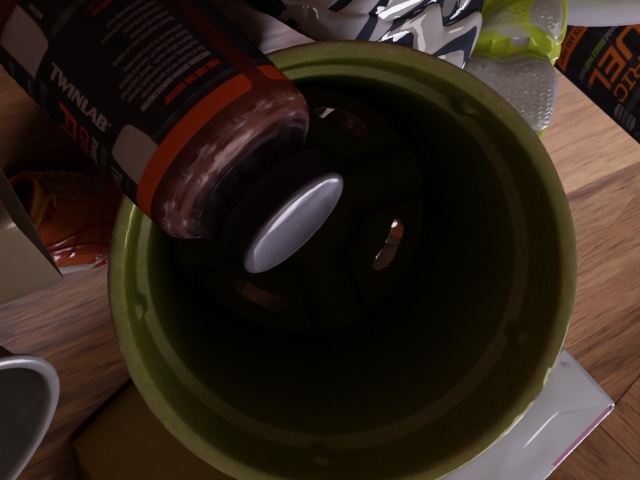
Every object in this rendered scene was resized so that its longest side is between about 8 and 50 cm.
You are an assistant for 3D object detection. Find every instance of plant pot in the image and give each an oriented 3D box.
[{"bbox_3d":[0.000,0.000,1.276,0.276,0.276,0.254,-46,-168,2],"label":"plant pot"},{"bbox_3d":[-0.214,-0.013,1.053,0.096,0.109,0.109,-31,162,-3],"label":"plant pot"},{"bbox_3d":[-0.094,0.211,1.697,0.187,0.212,0.212,-27,159,-14],"label":"plant pot"}]

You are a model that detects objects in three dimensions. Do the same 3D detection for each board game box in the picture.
[{"bbox_3d":[0.092,0.130,1.777,0.224,0.303,0.097,-45,125,2],"label":"board game box"}]

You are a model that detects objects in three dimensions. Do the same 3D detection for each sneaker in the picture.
[{"bbox_3d":[0.123,-0.146,1.431,0.126,0.091,0.240,-134,-120,-76],"label":"sneaker"},{"bbox_3d":[0.037,-0.196,1.244,0.235,0.094,0.153,11,104,-45],"label":"sneaker"},{"bbox_3d":[-0.164,-0.015,1.225,0.175,0.064,0.067,-30,148,-48],"label":"sneaker"}]

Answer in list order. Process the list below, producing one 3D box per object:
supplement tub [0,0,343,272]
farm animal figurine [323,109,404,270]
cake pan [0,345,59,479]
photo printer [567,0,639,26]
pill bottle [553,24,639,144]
[{"bbox_3d":[-0.079,-0.074,1.047,0.106,0.198,0.106,-40,162,-16],"label":"supplement tub"},{"bbox_3d":[0.055,0.021,1.616,0.330,0.172,0.327,2,89,-68],"label":"farm animal figurine"},{"bbox_3d":[-0.303,0.167,1.331,0.293,0.054,0.293,-41,162,-16],"label":"cake pan"},{"bbox_3d":[0.303,-0.257,1.491,0.307,0.107,0.256,-35,-160,-32],"label":"photo printer"},{"bbox_3d":[0.285,-0.150,1.646,0.130,0.245,0.130,-41,163,-16],"label":"pill bottle"}]
